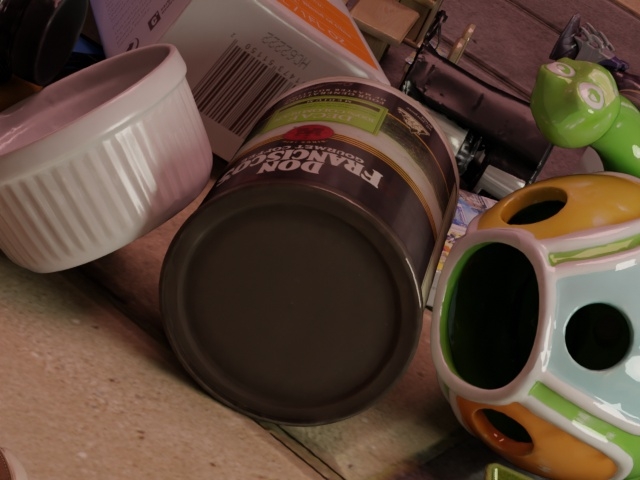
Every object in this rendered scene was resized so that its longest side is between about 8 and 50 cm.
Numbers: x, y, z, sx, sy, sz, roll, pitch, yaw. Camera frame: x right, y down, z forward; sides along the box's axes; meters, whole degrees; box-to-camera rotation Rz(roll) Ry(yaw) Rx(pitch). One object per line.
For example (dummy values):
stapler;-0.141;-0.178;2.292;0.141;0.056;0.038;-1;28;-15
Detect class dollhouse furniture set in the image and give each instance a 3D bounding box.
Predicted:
dollhouse furniture set;0.098;-0.310;2.130;0.212;0.161;0.242;27;25;2

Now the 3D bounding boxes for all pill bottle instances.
pill bottle;-0.311;-0.214;1.419;0.219;0.122;0.123;25;25;6

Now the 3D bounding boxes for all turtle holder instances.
turtle holder;0.219;0.041;1.370;0.227;0.320;0.243;10;22;-44

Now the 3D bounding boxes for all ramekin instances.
ramekin;-0.183;-0.062;1.350;0.109;0.207;0.207;63;18;-18

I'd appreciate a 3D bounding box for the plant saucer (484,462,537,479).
plant saucer;0.195;0.263;1.255;0.188;0.045;0.188;24;26;-4

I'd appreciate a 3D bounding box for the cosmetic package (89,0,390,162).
cosmetic package;-0.110;-0.260;1.781;0.230;0.161;0.453;31;19;-31

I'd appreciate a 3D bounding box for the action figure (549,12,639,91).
action figure;0.447;-0.194;2.317;0.285;0.099;0.185;37;22;15

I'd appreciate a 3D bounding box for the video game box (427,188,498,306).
video game box;0.160;0.015;1.698;0.187;0.048;0.205;19;25;-18

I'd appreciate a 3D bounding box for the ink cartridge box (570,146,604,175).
ink cartridge box;0.402;-0.018;1.935;0.160;0.092;0.219;3;34;-40

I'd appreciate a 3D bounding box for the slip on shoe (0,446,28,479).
slip on shoe;-0.226;0.140;1.086;0.041;0.051;0.135;13;25;-38

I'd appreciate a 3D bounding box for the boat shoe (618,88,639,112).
boat shoe;0.506;-0.089;2.097;0.130;0.132;0.355;-21;51;-38

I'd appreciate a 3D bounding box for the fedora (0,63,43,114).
fedora;-0.340;-0.135;1.478;0.194;0.079;0.194;18;24;-8

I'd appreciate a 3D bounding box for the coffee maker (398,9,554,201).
coffee maker;0.169;-0.135;1.851;0.178;0.171;0.120;27;9;-2

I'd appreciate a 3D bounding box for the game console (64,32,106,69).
game console;-0.294;-0.291;1.641;0.173;0.250;0.293;2;5;6

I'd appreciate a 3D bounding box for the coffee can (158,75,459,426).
coffee can;0.000;0.000;1.396;0.202;0.201;0.275;26;24;0
